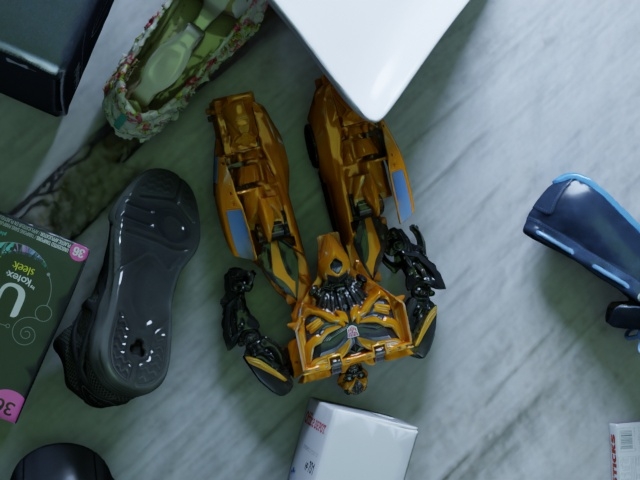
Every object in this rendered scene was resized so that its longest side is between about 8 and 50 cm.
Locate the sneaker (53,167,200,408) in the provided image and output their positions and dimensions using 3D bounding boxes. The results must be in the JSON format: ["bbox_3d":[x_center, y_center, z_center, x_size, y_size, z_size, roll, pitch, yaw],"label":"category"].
[{"bbox_3d":[-0.175,0.046,1.257,0.087,0.130,0.227,24,56,-27],"label":"sneaker"}]

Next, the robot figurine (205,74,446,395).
[{"bbox_3d":[0.000,0.000,1.289,0.211,0.085,0.291,-15,92,-10],"label":"robot figurine"}]

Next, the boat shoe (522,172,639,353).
[{"bbox_3d":[0.299,0.049,1.352,0.258,0.109,0.089,44,88,9],"label":"boat shoe"}]

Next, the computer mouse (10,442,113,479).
[{"bbox_3d":[-0.178,0.306,1.217,0.184,0.060,0.262,2,92,-8],"label":"computer mouse"}]

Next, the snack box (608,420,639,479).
[{"bbox_3d":[0.316,0.263,1.377,0.064,0.022,0.178,-2,89,-12],"label":"snack box"}]

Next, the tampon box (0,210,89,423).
[{"bbox_3d":[-0.284,0.058,1.223,0.120,0.101,0.161,23,85,-9],"label":"tampon box"}]

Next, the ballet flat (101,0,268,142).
[{"bbox_3d":[-0.108,-0.190,1.276,0.091,0.077,0.241,33,83,-8],"label":"ballet flat"}]

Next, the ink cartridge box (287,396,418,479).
[{"bbox_3d":[0.012,0.242,1.259,0.082,0.139,0.190,15,85,-9],"label":"ink cartridge box"}]

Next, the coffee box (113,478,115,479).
[{"bbox_3d":[-0.187,0.293,1.269,0.113,0.040,0.184,-41,97,-7],"label":"coffee box"}]

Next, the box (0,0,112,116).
[{"bbox_3d":[-0.225,-0.330,1.146,0.212,0.293,0.395,23,84,-9],"label":"box"}]

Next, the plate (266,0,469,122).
[{"bbox_3d":[0.015,-0.279,1.256,0.277,0.045,0.278,49,52,-19],"label":"plate"}]
